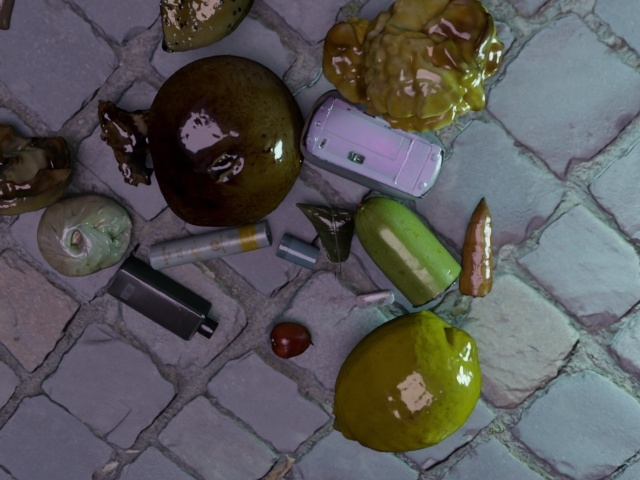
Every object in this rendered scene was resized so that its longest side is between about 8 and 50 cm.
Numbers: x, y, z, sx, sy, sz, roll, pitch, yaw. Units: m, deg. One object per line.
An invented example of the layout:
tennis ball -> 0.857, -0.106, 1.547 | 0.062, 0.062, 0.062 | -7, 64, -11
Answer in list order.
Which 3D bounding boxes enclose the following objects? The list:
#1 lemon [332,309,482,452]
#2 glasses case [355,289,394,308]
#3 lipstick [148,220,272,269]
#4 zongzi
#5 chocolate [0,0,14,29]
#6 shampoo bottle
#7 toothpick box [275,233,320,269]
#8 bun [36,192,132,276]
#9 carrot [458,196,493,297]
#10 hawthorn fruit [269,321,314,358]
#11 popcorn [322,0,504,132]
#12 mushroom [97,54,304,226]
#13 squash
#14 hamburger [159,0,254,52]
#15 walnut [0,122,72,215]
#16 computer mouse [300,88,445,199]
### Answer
lemon -> 0.176, 0.299, 1.644 | 0.285, 0.285, 0.316 | 31, 86, -4
glasses case -> 0.117, 0.127, 1.723 | 0.083, 0.021, 0.032 | -10, 108, 9
lipstick -> -0.236, 0.011, 1.703 | 0.264, 0.059, 0.059 | -12, 106, 9
zongzi -> 0.000, 0.000, 1.670 | 0.131, 0.062, 0.154 | 8, 109, -8
chocolate -> -0.650, -0.476, 1.606 | 0.065, 0.031, 0.100 | 21, 107, -6
shampoo bottle -> -0.336, 0.134, 1.741 | 0.246, 0.079, 0.080 | 33, 109, -5
toothpick box -> -0.048, 0.024, 1.692 | 0.083, 0.052, 0.052 | 23, 108, -3
bun -> -0.500, -0.007, 1.689 | 0.193, 0.128, 0.178 | -5, 106, 5
carrot -> 0.327, 0.012, 1.644 | 0.072, 0.072, 0.204 | 5, 105, 4
hawthorn fruit -> -0.061, 0.217, 1.747 | 0.093, 0.081, 0.081 | -7, 109, -23
popcorn -> 0.169, -0.317, 1.452 | 0.333, 0.264, 0.225 | -1, 151, 0
mushroom -> -0.212, -0.182, 1.576 | 0.334, 0.356, 0.330 | -27, 104, -26
squash -> 0.165, 0.009, 1.626 | 0.132, 0.132, 0.247 | -38, 99, 15
hamburger -> -0.201, -0.481, 1.486 | 0.193, 0.167, 0.287 | 11, 108, 5
walnut -> -0.612, -0.136, 1.644 | 0.204, 0.141, 0.238 | -25, 62, -20
computer mouse -> 0.103, -0.183, 1.569 | 0.311, 0.072, 0.158 | 20, 99, -26
